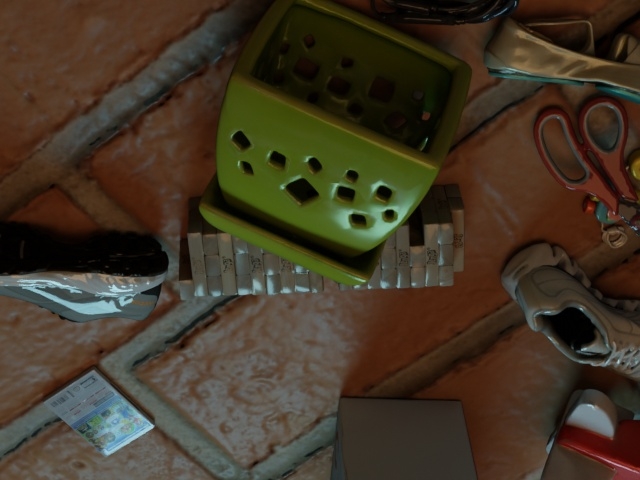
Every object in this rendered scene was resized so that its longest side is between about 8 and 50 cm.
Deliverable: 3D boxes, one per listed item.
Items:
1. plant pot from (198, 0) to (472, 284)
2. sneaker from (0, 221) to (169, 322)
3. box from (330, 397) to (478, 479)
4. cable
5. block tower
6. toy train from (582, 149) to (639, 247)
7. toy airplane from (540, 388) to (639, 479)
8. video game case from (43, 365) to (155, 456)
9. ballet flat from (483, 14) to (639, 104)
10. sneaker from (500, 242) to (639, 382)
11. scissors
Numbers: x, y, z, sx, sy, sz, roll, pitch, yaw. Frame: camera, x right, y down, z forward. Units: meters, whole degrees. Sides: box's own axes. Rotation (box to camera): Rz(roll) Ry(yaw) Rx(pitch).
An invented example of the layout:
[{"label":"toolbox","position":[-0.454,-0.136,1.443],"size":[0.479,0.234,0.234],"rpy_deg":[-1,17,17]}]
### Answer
[{"label":"plant pot","position":[0.008,-0.099,1.429],"size":[0.228,0.227,0.207],"rpy_deg":[23,126,0]},{"label":"sneaker","position":[-0.319,0.049,1.598],"size":[0.272,0.100,0.108],"rpy_deg":[7,127,-8]},{"label":"box","position":[0.097,0.406,1.782],"size":[0.168,0.215,0.345],"rpy_deg":[2,123,-5]},{"label":"cable","position":[0.138,-0.297,1.424],"size":[0.185,0.047,0.150],"rpy_deg":[3,116,7]},{"label":"block tower","position":[0.000,0.000,1.586],"size":[0.336,0.091,0.097],"rpy_deg":[-4,122,-1]},{"label":"toy train","position":[0.396,-0.050,1.601],"size":[0.166,0.046,0.125],"rpy_deg":[-33,118,17]},{"label":"toy airplane","position":[0.463,0.323,1.701],"size":[0.384,0.272,0.386],"rpy_deg":[-18,147,35]},{"label":"video game case","position":[-0.287,0.223,1.762],"size":[0.087,0.011,0.122],"rpy_deg":[-33,119,16]},{"label":"ballet flat","position":[0.304,-0.197,1.487],"size":[0.249,0.086,0.086],"rpy_deg":[11,122,-8]},{"label":"sneaker","position":[0.350,0.119,1.668],"size":[0.292,0.118,0.110],"rpy_deg":[28,116,-21]},{"label":"scissors","position":[0.348,-0.032,1.569],"size":[0.109,0.021,0.297],"rpy_deg":[-26,101,11]}]
